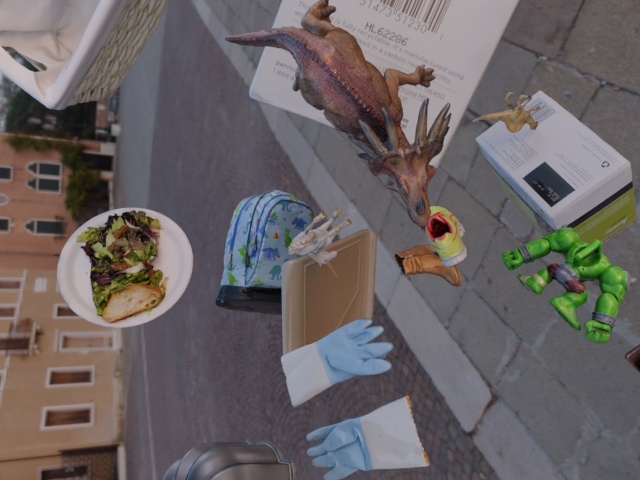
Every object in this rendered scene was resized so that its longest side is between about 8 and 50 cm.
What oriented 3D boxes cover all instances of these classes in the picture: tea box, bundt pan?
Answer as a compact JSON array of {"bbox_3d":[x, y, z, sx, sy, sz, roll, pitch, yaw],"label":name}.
[{"bbox_3d":[0.638,-0.162,1.445,0.220,0.323,0.328,-37,52,11],"label":"tea box"},{"bbox_3d":[-0.158,0.433,0.727,0.331,0.124,0.330,-32,45,38],"label":"bundt pan"}]

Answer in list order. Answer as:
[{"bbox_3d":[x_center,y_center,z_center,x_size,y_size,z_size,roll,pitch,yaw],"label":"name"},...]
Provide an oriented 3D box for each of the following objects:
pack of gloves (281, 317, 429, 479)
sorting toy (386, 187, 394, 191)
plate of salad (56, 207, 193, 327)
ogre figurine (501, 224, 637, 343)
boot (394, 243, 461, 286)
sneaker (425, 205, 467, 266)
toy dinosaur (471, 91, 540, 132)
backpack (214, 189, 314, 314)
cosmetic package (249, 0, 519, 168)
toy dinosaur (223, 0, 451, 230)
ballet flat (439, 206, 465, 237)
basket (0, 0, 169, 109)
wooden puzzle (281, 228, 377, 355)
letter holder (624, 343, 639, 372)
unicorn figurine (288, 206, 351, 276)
[{"bbox_3d":[0.046,0.224,0.747,0.232,0.046,0.194,-35,65,44],"label":"pack of gloves"},{"bbox_3d":[0.365,-0.295,2.132,0.126,0.365,0.127,-2,129,38],"label":"sorting toy"},{"bbox_3d":[-0.296,0.033,0.810,0.048,0.200,0.199,103,160,-64],"label":"plate of salad"},{"bbox_3d":[0.395,0.057,0.835,0.118,0.097,0.197,-43,35,5],"label":"ogre figurine"},{"bbox_3d":[0.330,0.088,1.648,0.197,0.153,0.072,-125,32,-49],"label":"boot"},{"bbox_3d":[0.284,-0.034,1.259,0.082,0.094,0.208,-33,30,14],"label":"sneaker"},{"bbox_3d":[0.469,-0.309,1.296,0.053,0.183,0.092,-122,39,-64],"label":"toy dinosaur"},{"bbox_3d":[-0.152,0.026,1.622,0.273,0.290,0.355,-27,57,44],"label":"backpack"},{"bbox_3d":[0.095,-0.364,0.962,0.393,0.330,0.327,-91,23,-71],"label":"cosmetic package"},{"bbox_3d":[0.036,-0.161,0.590,0.127,0.296,0.200,-49,20,26],"label":"toy dinosaur"},{"bbox_3d":[0.520,-0.049,2.149,0.106,0.316,0.107,38,100,28],"label":"ballet flat"},{"bbox_3d":[-0.215,-0.217,0.480,0.167,0.113,0.103,-50,0,21],"label":"basket"},{"bbox_3d":[0.016,0.105,1.057,0.044,0.239,0.220,22,121,41],"label":"wooden puzzle"},{"bbox_3d":[0.943,0.284,1.296,0.302,0.214,0.152,-41,38,19],"label":"letter holder"},{"bbox_3d":[0.000,0.000,0.864,0.111,0.162,0.060,-46,60,26],"label":"unicorn figurine"}]
